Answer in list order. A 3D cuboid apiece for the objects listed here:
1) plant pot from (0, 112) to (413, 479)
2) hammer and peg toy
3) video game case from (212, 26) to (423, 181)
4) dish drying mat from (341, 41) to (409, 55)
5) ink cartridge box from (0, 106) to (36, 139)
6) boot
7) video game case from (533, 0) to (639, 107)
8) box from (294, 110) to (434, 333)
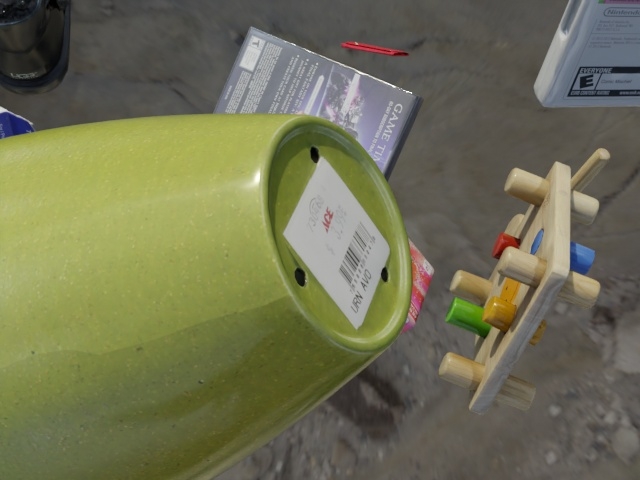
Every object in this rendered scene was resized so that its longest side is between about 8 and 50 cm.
[{"bbox_3d":[-0.101,0.036,0.833,0.293,0.275,0.275,-20,92,33],"label":"plant pot"},{"bbox_3d":[0.264,0.024,1.829,0.127,0.361,0.266,21,126,-4],"label":"hammer and peg toy"},{"bbox_3d":[-0.018,-0.155,1.905,0.274,0.026,0.196,25,94,21],"label":"video game case"},{"bbox_3d":[0.066,-0.234,1.706,0.083,0.032,0.008,16,105,39],"label":"dish drying mat"},{"bbox_3d":[-0.446,-0.094,1.857,0.224,0.045,0.223,25,137,33],"label":"ink cartridge box"},{"bbox_3d":[-0.230,-0.249,1.051,0.094,0.207,0.246,-2,78,-7],"label":"boot"},{"bbox_3d":[0.255,-0.160,0.846,0.212,0.193,0.023,-2,48,-19],"label":"video game case"},{"bbox_3d":[0.000,0.000,1.587,0.123,0.128,0.257,-32,106,28],"label":"box"}]
